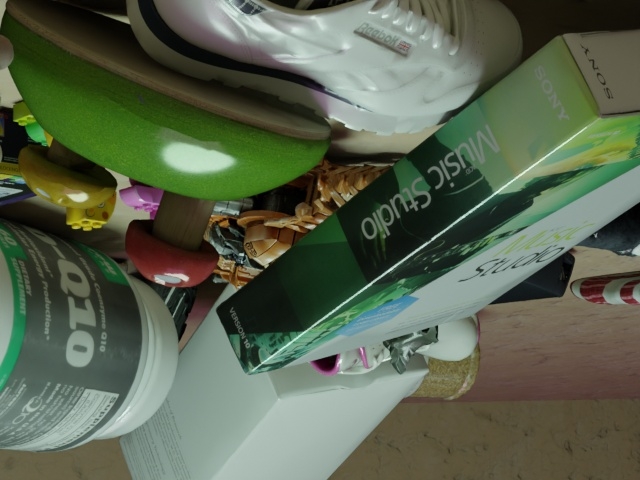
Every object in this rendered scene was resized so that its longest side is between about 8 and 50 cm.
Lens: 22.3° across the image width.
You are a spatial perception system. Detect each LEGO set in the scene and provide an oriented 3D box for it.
[{"bbox_3d":[-0.153,-0.048,1.090,0.087,0.093,0.227,-13,165,43],"label":"LEGO set"}]

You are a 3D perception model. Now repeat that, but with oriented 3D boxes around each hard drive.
[{"bbox_3d":[0.155,0.030,1.690,0.172,0.054,0.255,-8,168,25],"label":"hard drive"}]

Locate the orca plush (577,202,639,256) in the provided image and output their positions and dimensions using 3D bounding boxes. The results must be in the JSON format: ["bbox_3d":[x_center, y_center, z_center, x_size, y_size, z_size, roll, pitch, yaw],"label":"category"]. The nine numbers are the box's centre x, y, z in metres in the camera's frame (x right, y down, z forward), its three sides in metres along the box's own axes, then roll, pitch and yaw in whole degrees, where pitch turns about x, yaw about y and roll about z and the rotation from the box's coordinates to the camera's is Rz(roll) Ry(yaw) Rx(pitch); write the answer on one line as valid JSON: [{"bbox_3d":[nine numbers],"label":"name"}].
[{"bbox_3d":[0.239,-0.057,1.257,0.287,0.102,0.151,8,-150,-28],"label":"orca plush"}]

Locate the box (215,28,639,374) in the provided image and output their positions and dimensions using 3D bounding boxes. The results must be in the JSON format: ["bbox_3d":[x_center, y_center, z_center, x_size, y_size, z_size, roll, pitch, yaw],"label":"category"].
[{"bbox_3d":[0.115,-0.025,1.000,0.232,0.058,0.322,-12,159,-45],"label":"box"}]

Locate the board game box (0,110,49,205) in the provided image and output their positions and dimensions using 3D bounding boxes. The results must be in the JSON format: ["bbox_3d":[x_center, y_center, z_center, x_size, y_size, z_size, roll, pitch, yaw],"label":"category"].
[{"bbox_3d":[-0.278,-0.058,1.126,0.141,0.048,0.170,-10,168,41],"label":"board game box"}]

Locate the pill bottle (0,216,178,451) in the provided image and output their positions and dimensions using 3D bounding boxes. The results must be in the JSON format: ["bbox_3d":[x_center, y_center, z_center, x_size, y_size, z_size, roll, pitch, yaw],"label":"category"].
[{"bbox_3d":[-0.282,0.087,1.474,0.204,0.204,0.361,-7,169,19],"label":"pill bottle"}]

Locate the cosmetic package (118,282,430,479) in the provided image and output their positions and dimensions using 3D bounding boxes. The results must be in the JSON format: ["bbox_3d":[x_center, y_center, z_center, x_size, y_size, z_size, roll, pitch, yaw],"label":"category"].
[{"bbox_3d":[-0.061,0.187,1.804,0.197,0.155,0.365,-5,148,-34],"label":"cosmetic package"}]

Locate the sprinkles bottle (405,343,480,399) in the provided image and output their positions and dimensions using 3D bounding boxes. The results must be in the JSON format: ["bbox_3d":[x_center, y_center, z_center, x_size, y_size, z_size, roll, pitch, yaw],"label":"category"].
[{"bbox_3d":[0.035,0.144,2.085,0.355,0.121,0.121,4,167,-34],"label":"sprinkles bottle"}]

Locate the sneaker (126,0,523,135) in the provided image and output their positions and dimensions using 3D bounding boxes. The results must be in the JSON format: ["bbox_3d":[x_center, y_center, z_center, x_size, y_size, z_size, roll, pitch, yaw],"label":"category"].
[{"bbox_3d":[0.023,-0.115,0.825,0.235,0.090,0.095,3,158,-35],"label":"sneaker"}]

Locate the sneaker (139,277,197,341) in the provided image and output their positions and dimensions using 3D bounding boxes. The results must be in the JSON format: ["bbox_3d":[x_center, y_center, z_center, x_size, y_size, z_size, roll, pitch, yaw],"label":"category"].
[{"bbox_3d":[-0.204,0.089,1.805,0.108,0.100,0.271,27,158,-2],"label":"sneaker"}]

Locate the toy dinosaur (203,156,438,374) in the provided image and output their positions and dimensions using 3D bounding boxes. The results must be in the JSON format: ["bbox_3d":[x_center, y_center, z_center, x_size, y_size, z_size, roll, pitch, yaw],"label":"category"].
[{"bbox_3d":[0.000,0.000,1.280,0.218,0.164,0.322,19,-179,-23],"label":"toy dinosaur"}]

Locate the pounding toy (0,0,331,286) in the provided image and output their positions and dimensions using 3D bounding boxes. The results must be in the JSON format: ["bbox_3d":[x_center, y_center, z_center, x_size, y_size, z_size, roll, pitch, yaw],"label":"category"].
[{"bbox_3d":[-0.117,-0.050,0.845,0.237,0.110,0.183,14,-166,-37],"label":"pounding toy"}]

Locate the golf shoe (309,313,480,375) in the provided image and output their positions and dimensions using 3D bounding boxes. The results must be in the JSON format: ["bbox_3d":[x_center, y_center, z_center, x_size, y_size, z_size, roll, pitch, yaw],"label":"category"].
[{"bbox_3d":[0.037,0.077,1.527,0.115,0.140,0.306,-21,145,40],"label":"golf shoe"}]

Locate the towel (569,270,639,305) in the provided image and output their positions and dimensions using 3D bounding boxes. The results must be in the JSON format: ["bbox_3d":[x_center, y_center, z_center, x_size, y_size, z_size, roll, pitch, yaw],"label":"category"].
[{"bbox_3d":[0.365,0.038,1.368,0.237,0.037,0.329,-5,180,-7],"label":"towel"}]

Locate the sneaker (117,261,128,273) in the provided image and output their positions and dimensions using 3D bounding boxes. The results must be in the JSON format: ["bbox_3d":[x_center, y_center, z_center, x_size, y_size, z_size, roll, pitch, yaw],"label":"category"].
[{"bbox_3d":[-0.254,0.075,1.740,0.069,0.084,0.185,2,168,-22],"label":"sneaker"}]
